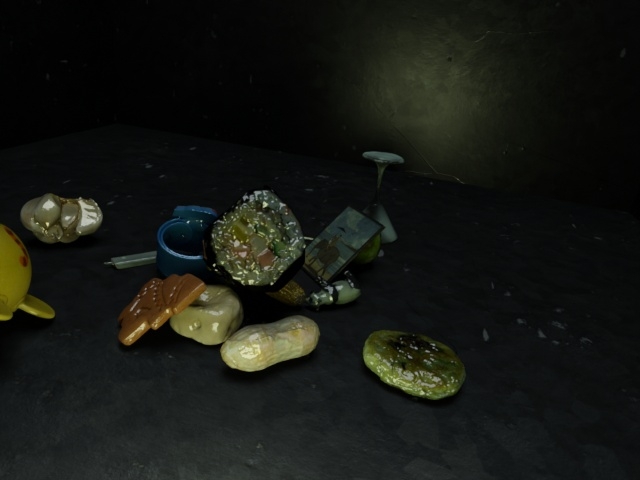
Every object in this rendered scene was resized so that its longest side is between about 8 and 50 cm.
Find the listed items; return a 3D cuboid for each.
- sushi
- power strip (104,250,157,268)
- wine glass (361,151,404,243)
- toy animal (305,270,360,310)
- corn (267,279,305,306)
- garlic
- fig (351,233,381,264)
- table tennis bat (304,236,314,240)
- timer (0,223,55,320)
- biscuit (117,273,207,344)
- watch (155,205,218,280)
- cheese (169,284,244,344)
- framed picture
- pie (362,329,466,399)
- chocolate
[{"bbox_3d":[-0.233,0.026,1.690,0.329,0.285,0.328,42,65,-4],"label":"sushi"},{"bbox_3d":[-0.701,0.072,1.901,0.253,0.027,0.060,-11,30,-36],"label":"power strip"},{"bbox_3d":[0.276,-0.216,2.414,0.268,0.405,0.267,4,22,-2],"label":"wine glass"},{"bbox_3d":[0.043,0.188,1.790,0.225,0.093,0.121,-7,36,-33],"label":"toy animal"},{"bbox_3d":[-0.177,0.150,1.791,0.102,0.101,0.313,-14,32,-42],"label":"corn"},{"bbox_3d":[-1.036,-0.068,1.964,0.281,0.184,0.203,16,42,-35],"label":"garlic"},{"bbox_3d":[0.145,0.012,2.159,0.206,0.205,0.275,-2,-6,-21],"label":"fig"},{"bbox_3d":[0.000,0.000,2.311,0.157,0.013,0.087,9,23,2],"label":"table tennis bat"},{"bbox_3d":[-0.962,0.118,1.362,0.387,0.376,0.376,35,25,1],"label":"timer"},{"bbox_3d":[-0.480,0.179,1.491,0.307,0.043,0.283,-22,30,14],"label":"biscuit"},{"bbox_3d":[-0.459,0.034,1.872,0.306,0.241,0.274,13,38,-4],"label":"watch"},{"bbox_3d":[-0.345,0.227,1.535,0.235,0.117,0.218,-14,32,-34],"label":"cheese"},{"bbox_3d":[0.069,0.013,2.004,0.347,0.016,0.265,-44,38,-5],"label":"framed picture"},{"bbox_3d":[0.285,0.356,1.486,0.324,0.070,0.323,7,21,-3],"label":"pie"},{"bbox_3d":[-0.134,0.294,1.423,0.310,0.134,0.134,-8,27,-33],"label":"chocolate"}]
